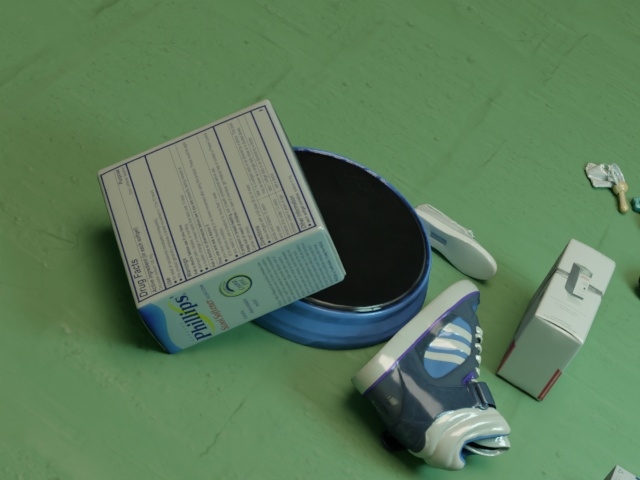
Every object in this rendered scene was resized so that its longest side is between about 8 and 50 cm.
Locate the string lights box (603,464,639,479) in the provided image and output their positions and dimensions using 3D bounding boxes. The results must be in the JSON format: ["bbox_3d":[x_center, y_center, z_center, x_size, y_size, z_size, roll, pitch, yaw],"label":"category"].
[{"bbox_3d":[0.510,0.457,1.865,0.259,0.077,0.133,32,44,7],"label":"string lights box"}]

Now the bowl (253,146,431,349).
[{"bbox_3d":[0.000,0.000,2.071,0.391,0.077,0.391,13,45,-13],"label":"bowl"}]

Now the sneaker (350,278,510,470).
[{"bbox_3d":[0.209,0.217,1.936,0.236,0.130,0.323,46,41,7],"label":"sneaker"}]

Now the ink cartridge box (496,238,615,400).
[{"bbox_3d":[0.381,0.125,2.066,0.092,0.159,0.218,31,43,7],"label":"ink cartridge box"}]

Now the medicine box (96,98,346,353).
[{"bbox_3d":[-0.149,-0.022,1.878,0.289,0.149,0.264,-23,55,1],"label":"medicine box"}]

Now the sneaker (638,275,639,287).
[{"bbox_3d":[0.713,0.083,2.316,0.299,0.111,0.121,5,12,-9],"label":"sneaker"}]

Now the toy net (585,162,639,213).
[{"bbox_3d":[0.614,-0.087,2.464,0.122,0.045,0.232,-25,62,-40],"label":"toy net"}]

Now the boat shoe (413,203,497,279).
[{"bbox_3d":[0.230,-0.002,2.196,0.184,0.066,0.063,30,43,19],"label":"boat shoe"}]
